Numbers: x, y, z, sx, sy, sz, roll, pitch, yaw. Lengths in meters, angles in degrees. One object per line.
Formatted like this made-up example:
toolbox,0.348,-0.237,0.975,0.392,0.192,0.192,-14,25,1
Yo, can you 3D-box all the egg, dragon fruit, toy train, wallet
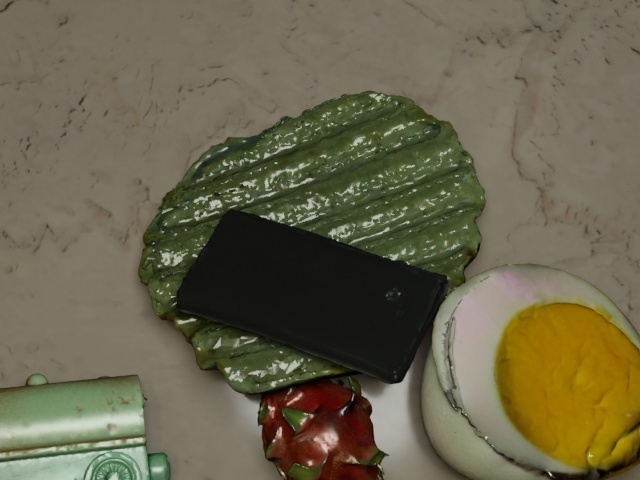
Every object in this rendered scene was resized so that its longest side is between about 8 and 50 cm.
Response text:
egg,0.237,0.172,1.471,0.286,0.174,0.264,-16,69,-27
dragon fruit,0.020,0.246,1.465,0.135,0.137,0.236,-37,78,-6
toy train,-0.320,0.240,1.470,0.285,0.116,0.177,-5,73,-11
wallet,-0.013,0.057,1.421,0.285,0.030,0.146,18,62,18

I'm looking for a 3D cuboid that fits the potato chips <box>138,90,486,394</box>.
potato chips,0.000,0.000,1.510,0.429,0.070,0.358,-20,61,-8
